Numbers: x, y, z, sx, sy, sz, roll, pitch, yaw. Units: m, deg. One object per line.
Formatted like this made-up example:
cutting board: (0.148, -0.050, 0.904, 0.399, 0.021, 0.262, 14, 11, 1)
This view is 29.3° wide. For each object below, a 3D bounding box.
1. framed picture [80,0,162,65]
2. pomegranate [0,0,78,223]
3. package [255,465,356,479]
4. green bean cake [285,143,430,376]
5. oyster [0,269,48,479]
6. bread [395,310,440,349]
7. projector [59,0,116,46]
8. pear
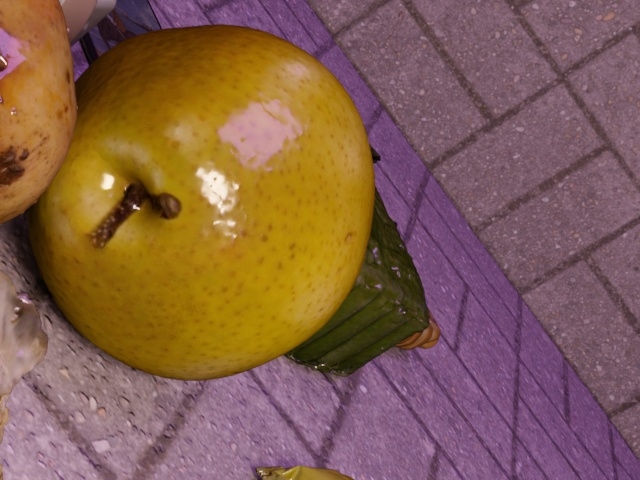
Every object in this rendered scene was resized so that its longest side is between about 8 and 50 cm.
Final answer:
framed picture: (-0.300, -0.324, 1.828, 0.265, 0.016, 0.347, 24, 35, -58)
pomegranate: (-0.334, -0.131, 1.013, 0.281, 0.281, 0.281, 48, 19, -23)
package: (0.036, 0.328, 1.377, 0.168, 0.090, 0.226, 27, 9, -48)
green bean cake: (0.000, 0.000, 1.711, 0.335, 0.218, 0.319, 22, 38, -57)
oyster: (-0.294, 0.046, 0.904, 0.341, 0.166, 0.110, 63, 33, -27)
bread: (0.112, 0.117, 2.010, 0.225, 0.081, 0.134, 22, 33, -57)
projector: (-0.361, -0.299, 1.394, 0.242, 0.163, 0.177, 52, 18, 3)
pear: (-0.114, -0.040, 1.248, 0.362, 0.362, 0.418, 59, 9, 10)
